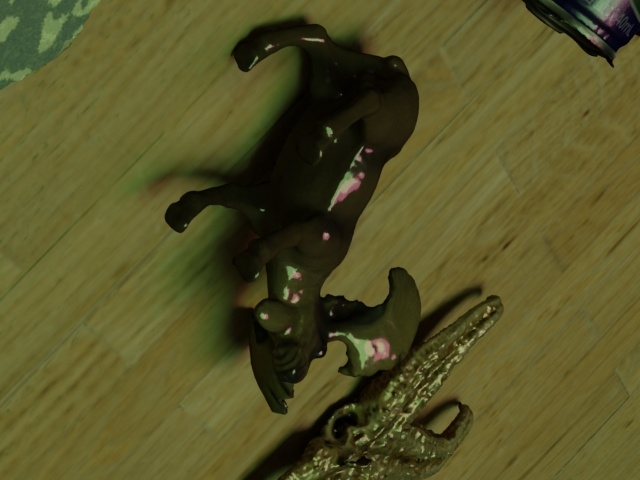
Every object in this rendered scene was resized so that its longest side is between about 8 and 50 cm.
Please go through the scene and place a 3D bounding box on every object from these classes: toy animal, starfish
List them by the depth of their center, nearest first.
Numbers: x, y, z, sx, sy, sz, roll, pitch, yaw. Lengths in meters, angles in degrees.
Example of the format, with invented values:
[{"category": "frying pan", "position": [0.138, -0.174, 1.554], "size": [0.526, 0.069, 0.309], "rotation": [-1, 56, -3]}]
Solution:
[{"category": "toy animal", "position": [0.000, 0.000, 0.964], "size": [0.186, 0.094, 0.214], "rotation": [12, 106, -63]}, {"category": "starfish", "position": [0.042, 0.145, 1.203], "size": [0.247, 0.050, 0.138], "rotation": [-37, 147, -13]}]

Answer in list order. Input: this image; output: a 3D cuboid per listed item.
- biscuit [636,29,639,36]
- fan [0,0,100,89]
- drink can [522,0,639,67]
[{"category": "biscuit", "position": [0.331, -0.157, 1.215], "size": [0.388, 0.073, 0.107], "rotation": [6, 118, -51]}, {"category": "fan", "position": [-0.127, -0.129, 0.755], "size": [0.240, 0.009, 0.131], "rotation": [-54, 148, 7]}, {"category": "drink can", "position": [0.191, -0.216, 0.967], "size": [0.235, 0.097, 0.097], "rotation": [-54, 147, 6]}]
